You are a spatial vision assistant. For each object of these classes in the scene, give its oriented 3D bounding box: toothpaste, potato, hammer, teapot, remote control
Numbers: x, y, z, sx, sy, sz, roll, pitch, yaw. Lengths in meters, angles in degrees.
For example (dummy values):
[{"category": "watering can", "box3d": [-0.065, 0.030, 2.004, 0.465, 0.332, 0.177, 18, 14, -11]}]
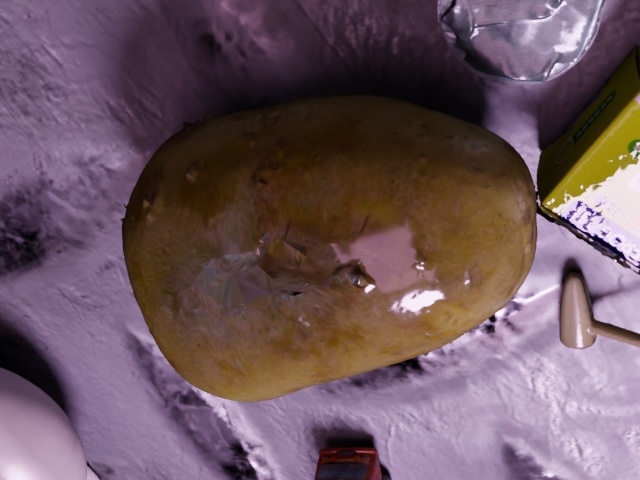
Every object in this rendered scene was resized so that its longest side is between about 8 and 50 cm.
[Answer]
[{"category": "toothpaste", "box3d": [0.305, 0.006, 0.682, 0.327, 0.077, 0.110, 31, 122, -6]}, {"category": "potato", "box3d": [0.000, 0.000, 0.694, 0.307, 0.173, 0.210, -12, 103, 26]}, {"category": "hammer", "box3d": [0.261, 0.072, 0.720, 0.195, 0.028, 0.060, 17, 126, 36]}, {"category": "teapot", "box3d": [-0.325, 0.179, 0.921, 0.208, 0.166, 0.299, -22, 107, 33]}, {"category": "remote control", "box3d": [0.135, -0.211, 0.603, 0.104, 0.052, 0.247, 13, 124, 7]}]

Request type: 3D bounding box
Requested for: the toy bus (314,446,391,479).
[{"category": "toy bus", "box3d": [0.038, 0.279, 0.923, 0.065, 0.077, 0.192, -4, 122, 13]}]
